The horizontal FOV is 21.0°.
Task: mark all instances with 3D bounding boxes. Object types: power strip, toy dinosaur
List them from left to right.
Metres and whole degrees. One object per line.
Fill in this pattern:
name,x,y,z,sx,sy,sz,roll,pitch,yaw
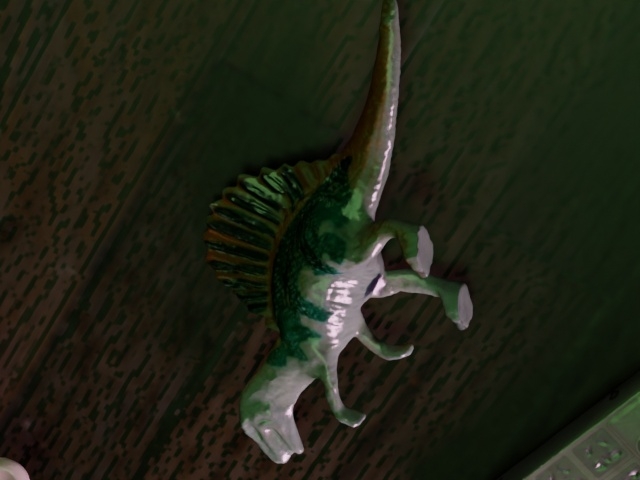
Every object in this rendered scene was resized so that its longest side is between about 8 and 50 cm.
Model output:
toy dinosaur,-0.002,0.001,0.692,0.106,0.044,0.187,-4,113,26
power strip,0.114,0.100,0.723,0.136,0.019,0.051,-40,100,20

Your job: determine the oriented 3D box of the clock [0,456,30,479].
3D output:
clock,-0.218,0.068,0.733,0.151,0.062,0.191,-33,104,18
